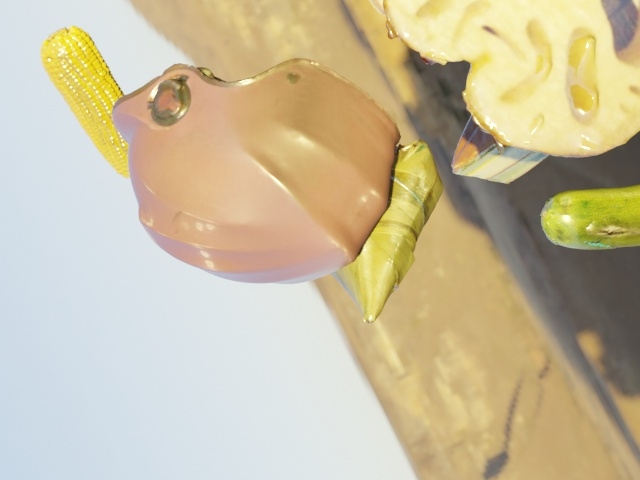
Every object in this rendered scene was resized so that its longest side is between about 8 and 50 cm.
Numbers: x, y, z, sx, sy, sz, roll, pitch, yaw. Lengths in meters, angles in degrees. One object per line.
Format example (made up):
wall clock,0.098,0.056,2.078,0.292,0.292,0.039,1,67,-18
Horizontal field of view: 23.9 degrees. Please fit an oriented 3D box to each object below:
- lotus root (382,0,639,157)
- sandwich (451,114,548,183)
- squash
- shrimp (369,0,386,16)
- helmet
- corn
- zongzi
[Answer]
lotus root,0.249,-0.284,1.582,0.390,0.375,0.111,56,-149,-5
sandwich,0.282,-0.187,2.285,0.187,0.117,0.144,142,133,-58
squash,0.428,-0.038,1.984,0.087,0.331,0.087,30,124,57
shrimp,0.160,-0.340,2.155,0.251,0.052,0.143,36,145,5
helmet,-0.079,-0.054,1.657,0.271,0.338,0.197,50,-140,-57
corn,-0.309,-0.189,2.094,0.231,0.080,0.080,61,-178,-23
zongzi,0.000,0.000,1.847,0.125,0.251,0.274,61,-141,-39
